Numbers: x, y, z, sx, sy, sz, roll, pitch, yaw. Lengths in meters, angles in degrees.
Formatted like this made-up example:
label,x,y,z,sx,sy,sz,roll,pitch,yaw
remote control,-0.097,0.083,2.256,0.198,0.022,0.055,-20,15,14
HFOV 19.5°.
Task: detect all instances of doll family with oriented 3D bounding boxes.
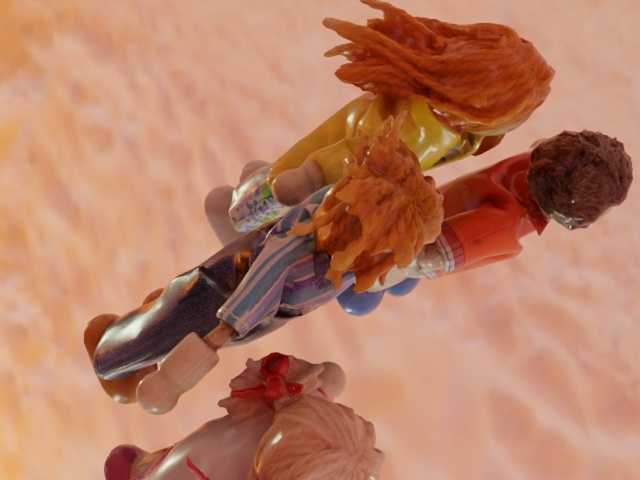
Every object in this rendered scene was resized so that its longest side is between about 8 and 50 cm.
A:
label,x,y,z,sx,sy,sz,roll,pitch,yaw
doll family,0.000,0.000,0.633,0.163,0.263,0.118,-26,104,48
